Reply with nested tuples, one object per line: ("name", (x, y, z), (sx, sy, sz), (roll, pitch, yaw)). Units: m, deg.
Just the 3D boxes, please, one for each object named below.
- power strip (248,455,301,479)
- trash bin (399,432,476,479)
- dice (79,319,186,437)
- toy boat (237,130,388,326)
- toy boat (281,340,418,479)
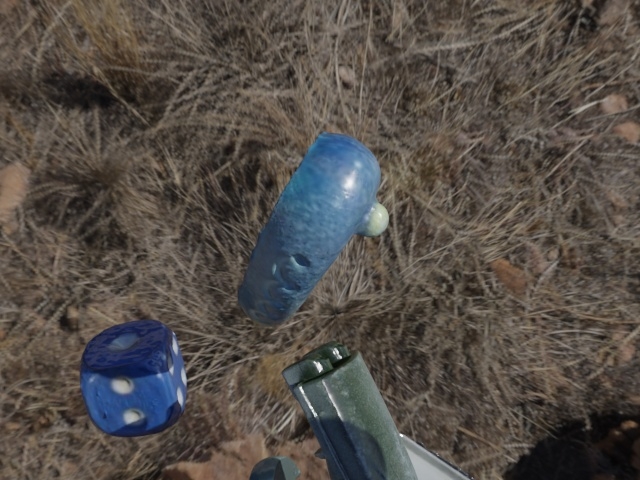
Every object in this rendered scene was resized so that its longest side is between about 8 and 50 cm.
("power strip", (-0.066, 0.414, 1.198), (0.044, 0.137, 0.216), (-13, 45, 14))
("trash bin", (0.095, 0.483, 1.289), (0.256, 0.296, 0.368), (33, 130, 10))
("dice", (-0.297, 0.222, 1.307), (0.143, 0.146, 0.146), (-8, 112, 1))
("toy boat", (0.000, 0.000, 1.029), (0.123, 0.330, 0.215), (32, 55, 3))
("toy boat", (0.060, 0.283, 1.019), (0.092, 0.141, 0.319), (-28, 87, 24))
